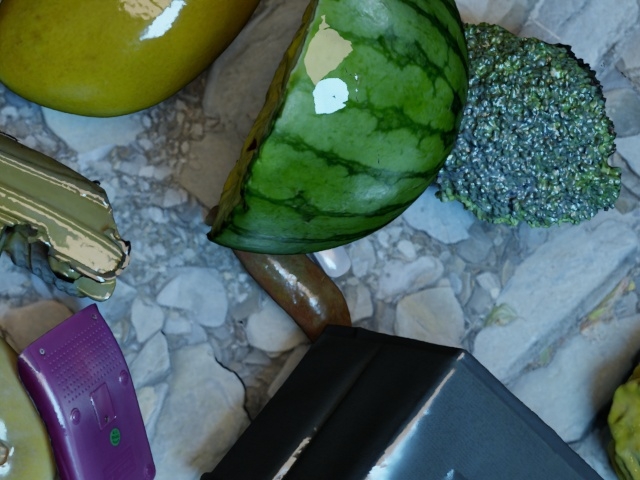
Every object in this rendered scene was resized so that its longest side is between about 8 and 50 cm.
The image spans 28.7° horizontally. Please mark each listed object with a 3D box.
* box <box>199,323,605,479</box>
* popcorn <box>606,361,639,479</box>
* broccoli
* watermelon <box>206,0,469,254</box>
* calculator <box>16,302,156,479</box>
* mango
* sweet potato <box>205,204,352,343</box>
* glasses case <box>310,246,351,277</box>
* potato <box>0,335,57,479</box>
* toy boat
[{"bbox_3d":[0.110,0.259,1.132,0.345,0.251,0.204,43,74,-20],"label":"box"},{"bbox_3d":[0.406,0.196,1.279,0.250,0.190,0.250,3,76,-11],"label":"popcorn"},{"bbox_3d":[0.195,-0.112,1.267,0.226,0.176,0.198,27,95,-20],"label":"broccoli"},{"bbox_3d":[0.033,-0.113,1.132,0.189,0.331,0.331,20,79,0],"label":"watermelon"},{"bbox_3d":[-0.206,0.163,1.146,0.034,0.126,0.191,-11,104,25],"label":"calculator"},{"bbox_3d":[-0.174,-0.247,1.189,0.211,0.173,0.317,41,82,-6],"label":"mango"},{"bbox_3d":[-0.019,0.062,1.251,0.078,0.058,0.255,-33,95,0],"label":"sweet potato"},{"bbox_3d":[0.000,0.000,1.279,0.032,0.021,0.083,-35,93,-13],"label":"glasses case"},{"bbox_3d":[-0.329,0.152,1.116,0.150,0.146,0.234,-30,111,10],"label":"potato"},{"bbox_3d":[-0.388,-0.047,1.134,0.445,0.136,0.162,24,71,-7],"label":"toy boat"}]
